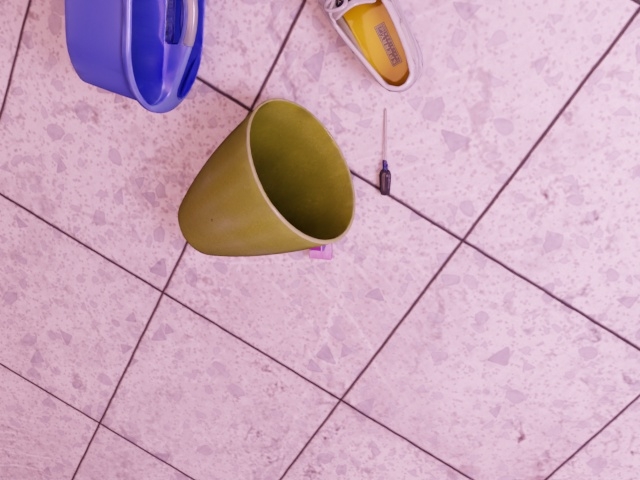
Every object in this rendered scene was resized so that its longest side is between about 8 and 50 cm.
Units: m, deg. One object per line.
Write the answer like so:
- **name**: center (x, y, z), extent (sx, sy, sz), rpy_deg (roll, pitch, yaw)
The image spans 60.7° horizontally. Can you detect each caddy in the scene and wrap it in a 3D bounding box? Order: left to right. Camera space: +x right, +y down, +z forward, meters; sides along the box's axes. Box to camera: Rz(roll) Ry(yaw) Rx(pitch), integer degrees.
- **caddy**: center (-0.292, -0.398, 0.945), extent (0.179, 0.241, 0.342), rpy_deg (16, 115, 13)

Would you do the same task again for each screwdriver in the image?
- **screwdriver**: center (0.123, -0.169, 1.061), extent (0.025, 0.024, 0.170), rpy_deg (-11, 110, -13)

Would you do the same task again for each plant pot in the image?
- **plant pot**: center (-0.131, -0.077, 1.047), extent (0.293, 0.275, 0.275), rpy_deg (-24, 105, 36)

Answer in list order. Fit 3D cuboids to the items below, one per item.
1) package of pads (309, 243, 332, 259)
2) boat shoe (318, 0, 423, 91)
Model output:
- **package of pads**: center (0.000, 0.000, 1.153), extent (0.050, 0.032, 0.083), rpy_deg (3, 113, 10)
- **boat shoe**: center (0.050, -0.405, 0.905), extent (0.135, 0.156, 0.367), rpy_deg (-26, 105, 21)
